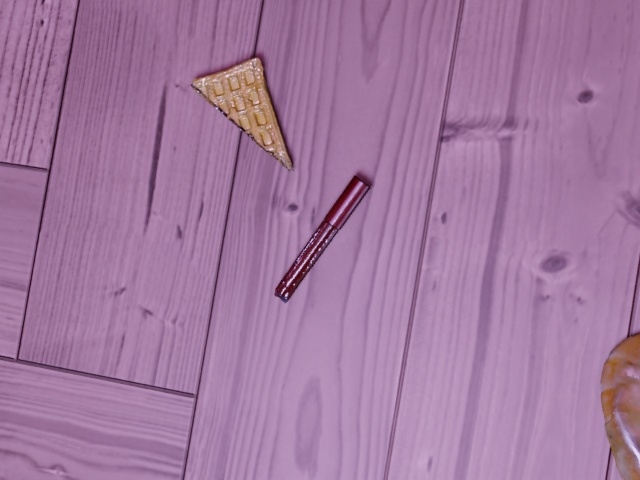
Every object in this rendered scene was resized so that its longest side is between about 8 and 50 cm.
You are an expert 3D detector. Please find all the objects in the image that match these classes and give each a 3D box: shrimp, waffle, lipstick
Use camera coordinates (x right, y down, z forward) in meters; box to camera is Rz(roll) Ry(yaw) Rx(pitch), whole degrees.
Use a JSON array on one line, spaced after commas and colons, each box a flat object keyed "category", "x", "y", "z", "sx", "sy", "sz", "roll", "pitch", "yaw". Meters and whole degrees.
[{"category": "shrimp", "x": 0.383, "y": 0.217, "z": 1.126, "sx": 0.133, "sy": 0.053, "sz": 0.236, "roll": -7, "pitch": 77, "yaw": 3}, {"category": "waffle", "x": -0.096, "y": -0.143, "z": 1.271, "sx": 0.097, "sy": 0.023, "sz": 0.153, "roll": -19, "pitch": 83, "yaw": 12}, {"category": "lipstick", "x": -0.001, "y": 0.000, "z": 1.239, "sx": 0.027, "sy": 0.027, "sz": 0.176, "roll": 37, "pitch": 96, "yaw": 12}]
